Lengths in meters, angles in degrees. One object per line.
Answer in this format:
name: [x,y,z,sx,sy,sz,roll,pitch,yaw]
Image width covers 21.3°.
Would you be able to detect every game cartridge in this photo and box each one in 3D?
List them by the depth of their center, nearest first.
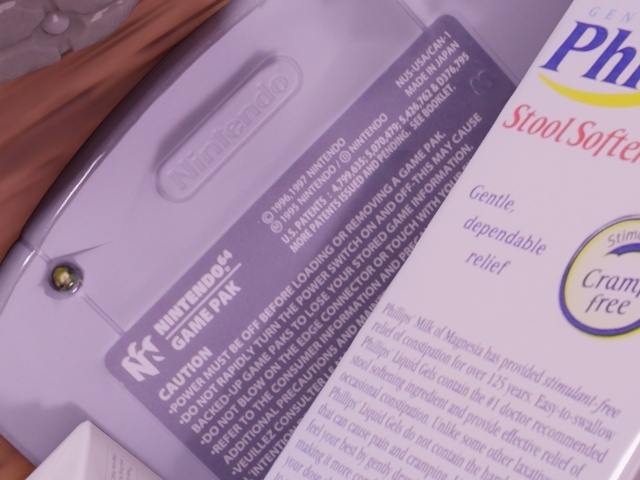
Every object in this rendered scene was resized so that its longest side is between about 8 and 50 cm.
game cartridge: [0.000,0.000,0.703,0.294,0.060,0.196,-45,109,-8]

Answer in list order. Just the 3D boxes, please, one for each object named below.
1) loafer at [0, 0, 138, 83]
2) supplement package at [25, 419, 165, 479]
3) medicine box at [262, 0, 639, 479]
loafer: [-0.221,-0.088,0.610,0.319,0.112,0.111,-19,65,-13]
supplement package: [-0.054,0.248,0.607,0.262,0.199,0.198,41,103,-17]
medicine box: [0.160,0.075,0.660,0.263,0.149,0.289,40,79,-38]
